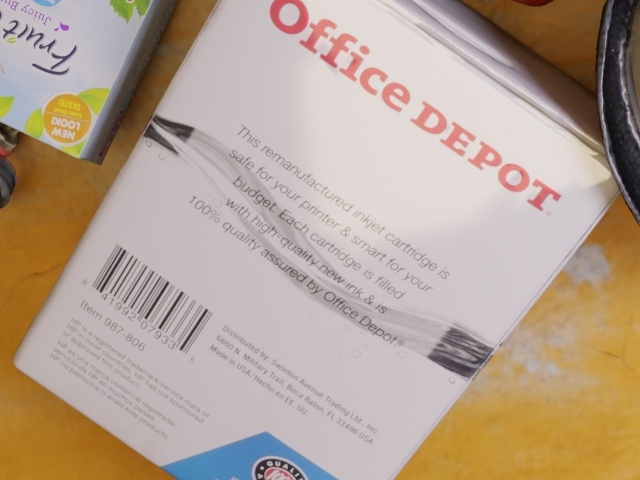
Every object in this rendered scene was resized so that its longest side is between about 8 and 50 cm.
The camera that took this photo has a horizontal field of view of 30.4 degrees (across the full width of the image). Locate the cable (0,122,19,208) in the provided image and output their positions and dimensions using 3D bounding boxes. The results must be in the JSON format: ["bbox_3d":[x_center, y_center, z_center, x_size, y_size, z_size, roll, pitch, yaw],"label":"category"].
[{"bbox_3d":[-0.357,-0.053,1.027,0.287,0.072,0.139,-34,106,35],"label":"cable"}]

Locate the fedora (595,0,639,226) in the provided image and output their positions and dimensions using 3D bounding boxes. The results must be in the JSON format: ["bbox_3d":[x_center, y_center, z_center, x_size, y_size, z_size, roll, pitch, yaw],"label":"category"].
[{"bbox_3d":[0.336,-0.096,0.689,0.333,0.152,0.334,-1,95,-15],"label":"fedora"}]

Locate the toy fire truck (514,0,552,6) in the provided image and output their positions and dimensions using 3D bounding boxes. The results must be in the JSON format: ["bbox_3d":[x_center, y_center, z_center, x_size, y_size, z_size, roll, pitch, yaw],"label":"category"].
[{"bbox_3d":[0.090,-0.327,0.750,0.253,0.169,0.302,14,104,-18],"label":"toy fire truck"}]

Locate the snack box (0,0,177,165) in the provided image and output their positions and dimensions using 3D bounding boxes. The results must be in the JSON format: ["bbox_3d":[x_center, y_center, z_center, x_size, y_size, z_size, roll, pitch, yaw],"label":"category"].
[{"bbox_3d":[-0.229,-0.178,0.898,0.207,0.070,0.175,26,91,6],"label":"snack box"}]

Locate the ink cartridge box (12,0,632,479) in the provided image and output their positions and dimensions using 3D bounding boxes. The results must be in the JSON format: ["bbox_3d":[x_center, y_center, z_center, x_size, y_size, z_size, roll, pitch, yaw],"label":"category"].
[{"bbox_3d":[0.000,0.000,0.874,0.285,0.166,0.395,35,114,1],"label":"ink cartridge box"}]
